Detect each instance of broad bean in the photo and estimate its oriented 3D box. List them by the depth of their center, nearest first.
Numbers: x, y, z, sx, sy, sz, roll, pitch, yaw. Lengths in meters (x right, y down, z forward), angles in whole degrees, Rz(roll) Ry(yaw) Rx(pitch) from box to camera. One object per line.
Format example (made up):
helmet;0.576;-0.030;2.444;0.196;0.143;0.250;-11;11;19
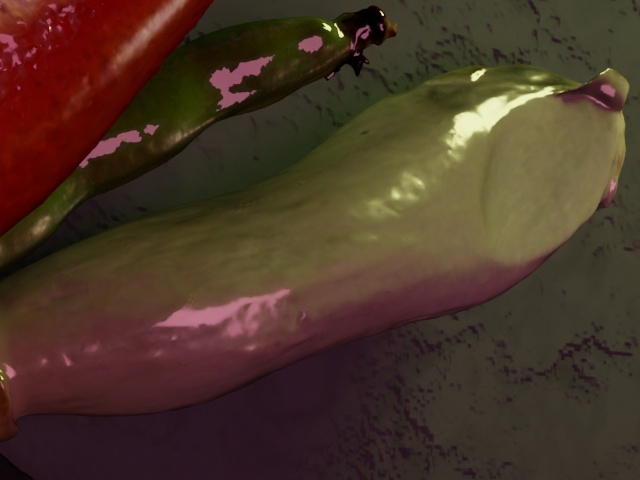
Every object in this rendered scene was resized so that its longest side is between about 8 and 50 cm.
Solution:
broad bean;-0.096;-0.039;0.594;0.297;0.060;0.043;-32;153;-26

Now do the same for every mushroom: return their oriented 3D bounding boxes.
mushroom;0.001;0.001;0.636;0.351;0.109;0.097;-22;125;-33

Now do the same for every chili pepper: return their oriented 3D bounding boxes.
chili pepper;-0.158;-0.042;0.484;0.134;0.131;0.338;43;60;-10

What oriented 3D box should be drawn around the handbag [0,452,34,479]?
handbag;-0.143;0.162;0.498;0.088;0.270;0.175;-30;126;18
